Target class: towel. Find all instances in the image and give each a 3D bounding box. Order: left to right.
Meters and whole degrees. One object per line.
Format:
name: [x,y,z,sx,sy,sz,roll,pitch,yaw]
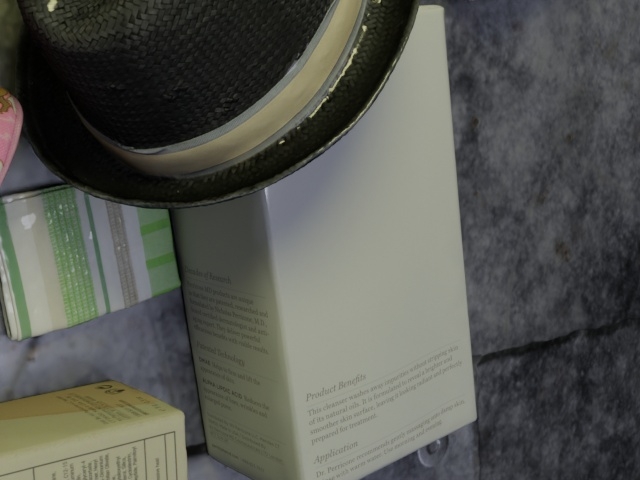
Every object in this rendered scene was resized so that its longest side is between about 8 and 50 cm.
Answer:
towel: [-0.187,0.007,0.749,0.152,0.023,0.113,-18,109,-38]

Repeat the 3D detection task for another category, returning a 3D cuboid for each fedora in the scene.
fedora: [-0.092,-0.193,0.601,0.333,0.334,0.152,-65,157,-12]

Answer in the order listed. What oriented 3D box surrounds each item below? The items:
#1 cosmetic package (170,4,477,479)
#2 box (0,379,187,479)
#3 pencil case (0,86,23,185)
cosmetic package: [0.000,0.000,0.813,0.217,0.156,0.384,-15,104,-37]
box: [-0.255,0.203,0.652,0.311,0.121,0.147,-5,99,-38]
pencil case: [-0.349,-0.115,0.498,0.386,0.160,0.167,39,59,-38]
